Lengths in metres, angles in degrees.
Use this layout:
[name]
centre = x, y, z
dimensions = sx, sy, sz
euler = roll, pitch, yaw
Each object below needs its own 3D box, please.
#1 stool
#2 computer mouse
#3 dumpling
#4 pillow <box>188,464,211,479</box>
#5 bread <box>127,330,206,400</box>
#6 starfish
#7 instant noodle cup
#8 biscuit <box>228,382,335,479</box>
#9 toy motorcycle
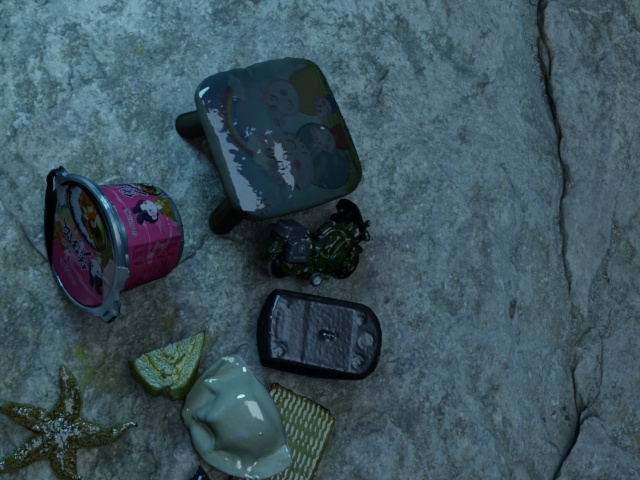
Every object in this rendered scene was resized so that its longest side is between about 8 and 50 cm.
[stool]
centre = -0.118, -0.187, 1.805
dimensions = 0.310, 0.226, 0.310
euler = -17, 86, -30
[computer mouse]
centre = -0.006, 0.204, 1.843
dimensions = 0.269, 0.100, 0.170
euler = 14, 68, -19
[dumpling]
centre = -0.168, 0.361, 1.710
dimensions = 0.179, 0.131, 0.252
euler = -32, 87, -7
[pillow]
centre = -0.224, 0.521, 1.687
dimensions = 0.090, 0.048, 0.150
euler = -37, 99, -23
[bread]
centre = -0.280, 0.248, 1.687
dimensions = 0.156, 0.103, 0.110
euler = -22, 80, -20
[starfish]
centre = -0.476, 0.346, 1.589
dimensions = 0.277, 0.062, 0.235
euler = -14, 84, -27
[instant noodle cup]
centre = -0.374, -0.006, 1.635
dimensions = 0.182, 0.258, 0.302
euler = -14, 86, -44
[biscuit]
centre = -0.081, 0.437, 1.792
dimensions = 0.172, 0.029, 0.254
euler = 32, 66, -17
[toy motorcycle]
centre = 0.000, 0.000, 1.856
dimensions = 0.275, 0.125, 0.187
euler = 0, 113, -43
